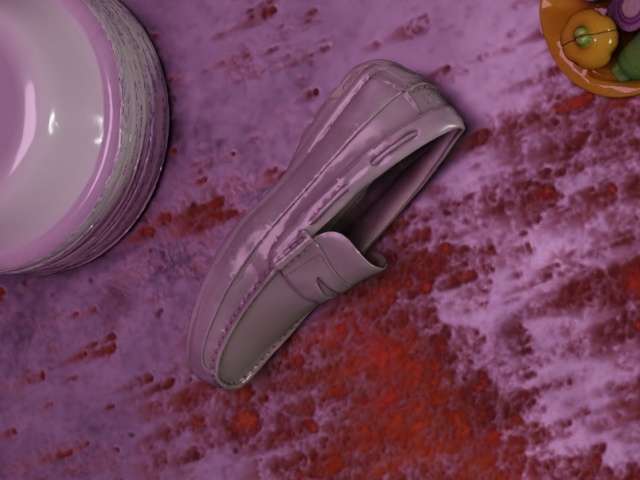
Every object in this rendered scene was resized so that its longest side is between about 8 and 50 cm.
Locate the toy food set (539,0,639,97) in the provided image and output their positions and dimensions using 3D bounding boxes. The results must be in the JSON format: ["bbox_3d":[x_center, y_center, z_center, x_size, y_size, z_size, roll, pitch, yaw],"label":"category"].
[{"bbox_3d":[0.268,-0.202,1.371,0.218,0.071,0.128,-31,76,20],"label":"toy food set"}]

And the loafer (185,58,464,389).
[{"bbox_3d":[0.000,0.000,1.463,0.111,0.112,0.319,40,103,29],"label":"loafer"}]

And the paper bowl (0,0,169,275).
[{"bbox_3d":[-0.292,-0.111,1.581,0.284,0.148,0.284,-1,89,25],"label":"paper bowl"}]
